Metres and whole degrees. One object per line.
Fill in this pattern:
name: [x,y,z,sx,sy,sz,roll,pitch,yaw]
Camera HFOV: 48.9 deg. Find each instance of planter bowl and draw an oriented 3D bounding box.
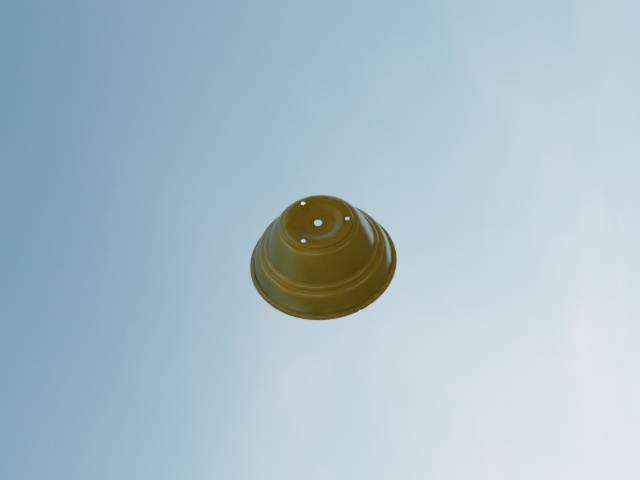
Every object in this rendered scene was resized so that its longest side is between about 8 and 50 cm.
planter bowl: [0.000,0.000,1.005,0.217,0.217,0.090,-50,-29,-32]
